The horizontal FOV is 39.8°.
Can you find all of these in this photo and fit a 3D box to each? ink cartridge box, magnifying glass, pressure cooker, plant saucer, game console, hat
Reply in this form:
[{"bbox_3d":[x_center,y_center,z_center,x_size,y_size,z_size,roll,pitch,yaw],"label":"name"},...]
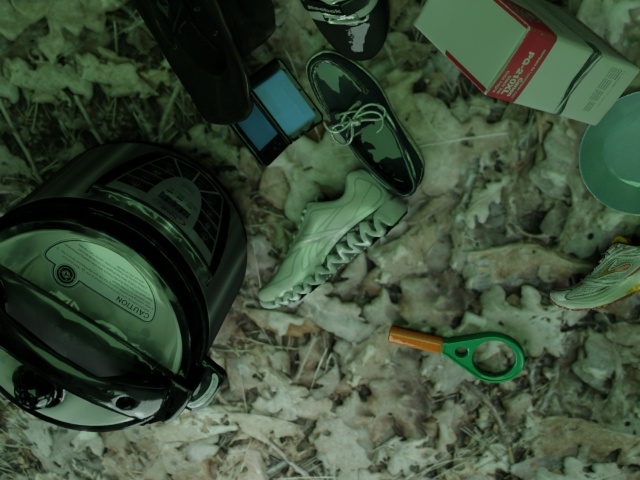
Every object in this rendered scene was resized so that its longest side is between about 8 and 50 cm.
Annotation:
[{"bbox_3d":[0.267,-0.250,1.143,0.237,0.172,0.100,6,127,-40],"label":"ink cartridge box"},{"bbox_3d":[0.230,0.183,1.499,0.231,0.026,0.092,12,117,2],"label":"magnifying glass"},{"bbox_3d":[-0.316,0.078,1.322,0.370,0.420,0.375,-4,114,13],"label":"pressure cooker"},{"bbox_3d":[0.477,-0.131,1.296,0.195,0.037,0.194,4,115,8],"label":"plant saucer"},{"bbox_3d":[-0.076,-0.194,1.347,0.071,0.107,0.122,-21,112,49],"label":"game console"},{"bbox_3d":[-0.151,-0.332,1.235,0.134,0.331,0.331,-31,112,-23],"label":"hat"}]

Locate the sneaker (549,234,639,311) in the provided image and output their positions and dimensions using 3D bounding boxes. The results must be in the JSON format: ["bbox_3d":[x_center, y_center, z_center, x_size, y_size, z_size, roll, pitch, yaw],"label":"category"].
[{"bbox_3d":[0.458,0.042,1.368,0.225,0.088,0.092,-27,87,20],"label":"sneaker"}]

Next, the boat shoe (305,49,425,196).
[{"bbox_3d":[0.065,-0.172,1.325,0.095,0.079,0.254,-29,107,21],"label":"boat shoe"}]

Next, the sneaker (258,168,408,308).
[{"bbox_3d":[0.000,0.000,1.416,0.292,0.110,0.118,-40,91,20],"label":"sneaker"}]

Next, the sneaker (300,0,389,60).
[{"bbox_3d":[0.009,-0.350,1.174,0.123,0.146,0.330,-5,138,17],"label":"sneaker"}]
